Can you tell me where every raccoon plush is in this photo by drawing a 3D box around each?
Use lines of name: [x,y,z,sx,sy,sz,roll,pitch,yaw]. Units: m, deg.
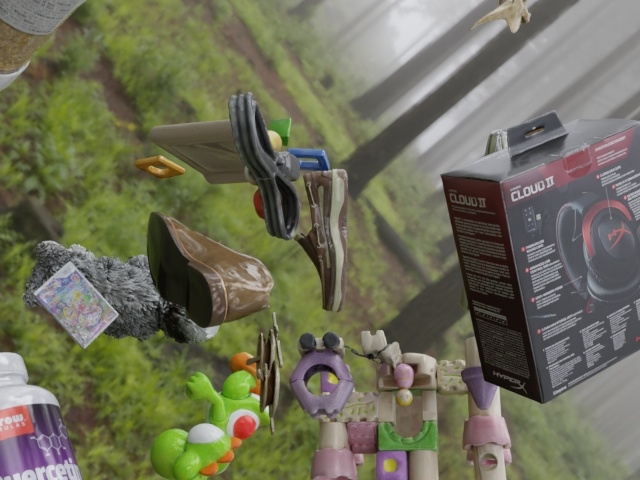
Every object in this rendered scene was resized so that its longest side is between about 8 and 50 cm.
raccoon plush: [-0.470,0.105,2.303,0.446,0.216,0.299,-4,-17,43]

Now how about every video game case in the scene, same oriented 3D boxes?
video game case: [-0.401,0.106,1.642,0.122,0.087,0.011,50,-38,-10]

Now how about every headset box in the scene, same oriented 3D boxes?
headset box: [0.272,0.002,1.142,0.110,0.218,0.293,15,-56,59]

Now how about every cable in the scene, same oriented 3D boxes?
cable: [-0.075,-0.077,1.136,0.287,0.072,0.139,28,62,-77]

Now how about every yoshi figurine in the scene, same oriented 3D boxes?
yoshi figurine: [-0.257,0.415,2.249,0.203,0.203,0.362,43,41,-3]

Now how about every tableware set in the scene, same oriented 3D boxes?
tableware set: [-0.091,0.204,1.564,0.039,0.128,0.194,5,19,-8]

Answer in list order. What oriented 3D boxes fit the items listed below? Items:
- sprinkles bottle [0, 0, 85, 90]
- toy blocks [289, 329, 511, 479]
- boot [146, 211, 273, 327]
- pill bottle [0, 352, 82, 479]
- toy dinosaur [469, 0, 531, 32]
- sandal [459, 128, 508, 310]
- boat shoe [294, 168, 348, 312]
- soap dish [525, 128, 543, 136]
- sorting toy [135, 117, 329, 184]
sprinkles bottle: [-0.304,-0.298,1.090,0.121,0.355,0.121,28,47,-34]
toy blocks: [0.118,0.290,1.348,0.309,0.288,0.260,72,18,-65]
boot: [-0.173,0.040,1.485,0.115,0.112,0.305,-7,26,-30]
pill bottle: [-0.416,0.322,1.338,0.323,0.181,0.181,67,10,18]
toy dinosaur: [0.311,-0.385,1.634,0.053,0.093,0.183,10,18,37]
sandal: [0.254,-0.034,1.629,0.086,0.303,0.120,18,12,29]
boat shoe: [0.000,0.001,1.800,0.095,0.095,0.257,97,-7,-83]
soap dish: [0.470,-0.071,2.114,0.229,0.118,0.291,32,58,-65]
sorting toy: [-0.156,-0.153,1.638,0.196,0.347,0.047,41,52,-59]
